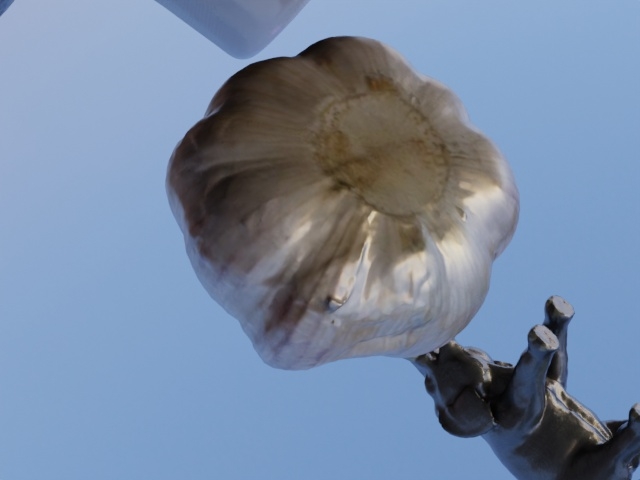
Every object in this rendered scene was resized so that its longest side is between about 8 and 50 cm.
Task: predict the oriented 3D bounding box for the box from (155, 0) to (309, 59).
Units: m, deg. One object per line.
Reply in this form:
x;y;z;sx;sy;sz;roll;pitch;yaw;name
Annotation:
-0.081;-0.269;0.845;0.262;0.206;0.291;-46;-164;23;box

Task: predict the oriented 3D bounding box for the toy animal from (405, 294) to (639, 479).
0.147;0.109;0.803;0.082;0.269;0.137;-41;160;-57;toy animal

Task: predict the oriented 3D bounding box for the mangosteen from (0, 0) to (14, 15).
-0.267;-0.168;0.573;0.228;0.228;0.265;4;-100;48;mangosteen

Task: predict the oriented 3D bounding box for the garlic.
0.000;0.000;0.680;0.218;0.218;0.212;-56;179;-33;garlic
